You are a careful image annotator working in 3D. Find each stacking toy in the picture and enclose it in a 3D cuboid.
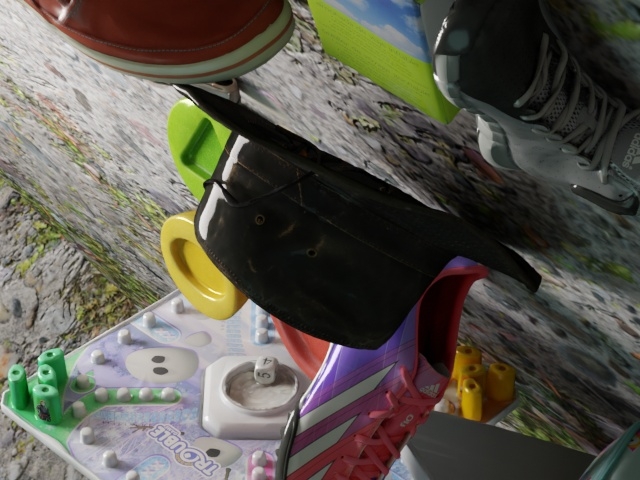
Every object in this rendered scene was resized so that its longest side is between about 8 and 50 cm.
[{"bbox_3d":[-0.018,-0.019,1.676,0.309,0.130,0.279,32,139,35],"label":"stacking toy"}]

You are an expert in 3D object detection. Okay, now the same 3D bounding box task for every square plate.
[{"bbox_3d":[0.235,0.310,1.584,0.347,0.049,0.344,19,-151,-41],"label":"square plate"}]

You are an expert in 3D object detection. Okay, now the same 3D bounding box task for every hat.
[{"bbox_3d":[0.000,0.000,1.316,0.331,0.134,0.331,28,-178,-1],"label":"hat"}]

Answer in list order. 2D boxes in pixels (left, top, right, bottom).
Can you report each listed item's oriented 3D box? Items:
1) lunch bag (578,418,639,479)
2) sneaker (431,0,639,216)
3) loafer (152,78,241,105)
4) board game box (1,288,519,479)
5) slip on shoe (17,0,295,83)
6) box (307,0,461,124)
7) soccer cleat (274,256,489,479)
[{"bbox_3d":[0.322,0.302,1.433,0.279,0.224,0.108,39,144,8],"label":"lunch bag"},{"bbox_3d":[0.148,-0.078,0.962,0.132,0.086,0.229,29,175,21],"label":"sneaker"},{"bbox_3d":[-0.126,-0.160,1.555,0.125,0.045,0.039,30,149,11],"label":"loafer"},{"bbox_3d":[-0.061,0.149,1.741,0.390,0.390,0.050,30,136,34],"label":"board game box"},{"bbox_3d":[-0.166,-0.213,1.269,0.331,0.123,0.101,30,154,23],"label":"slip on shoe"},{"bbox_3d":[0.039,-0.151,1.078,0.109,0.042,0.178,33,166,22],"label":"box"},{"bbox_3d":[0.051,0.142,1.500,0.116,0.318,0.109,19,-178,38],"label":"soccer cleat"}]
